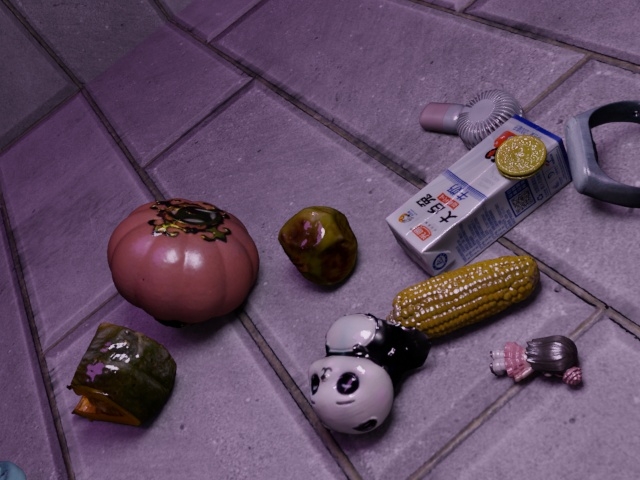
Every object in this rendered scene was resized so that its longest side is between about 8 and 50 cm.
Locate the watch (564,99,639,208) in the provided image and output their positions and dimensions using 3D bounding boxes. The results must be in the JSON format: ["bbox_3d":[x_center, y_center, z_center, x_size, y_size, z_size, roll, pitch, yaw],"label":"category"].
[{"bbox_3d":[0.503,-0.139,1.092,0.193,0.068,0.206,-1,55,5],"label":"watch"}]

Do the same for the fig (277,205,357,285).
[{"bbox_3d":[0.000,0.000,1.299,0.154,0.144,0.166,16,31,6],"label":"fig"}]

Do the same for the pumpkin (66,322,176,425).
[{"bbox_3d":[-0.419,0.258,1.301,0.280,0.190,0.139,-5,49,33],"label":"pumpkin"}]

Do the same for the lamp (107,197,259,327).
[{"bbox_3d":[-0.277,0.053,1.367,0.305,0.240,0.305,12,28,-7],"label":"lamp"}]

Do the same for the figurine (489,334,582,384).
[{"bbox_3d":[0.307,0.174,0.972,0.129,0.054,0.072,-11,50,30],"label":"figurine"}]

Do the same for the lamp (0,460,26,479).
[{"bbox_3d":[-0.593,0.519,1.200,0.209,0.147,0.284,-34,48,0],"label":"lamp"}]

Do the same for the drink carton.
[{"bbox_3d":[0.279,-0.076,1.196,0.315,0.106,0.130,-38,38,-2],"label":"drink carton"}]

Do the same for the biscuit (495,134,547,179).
[{"bbox_3d":[0.332,-0.138,1.120,0.084,0.023,0.084,-12,53,17],"label":"biscuit"}]

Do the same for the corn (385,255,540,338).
[{"bbox_3d":[0.223,0.091,1.084,0.261,0.097,0.097,-23,41,13],"label":"corn"}]

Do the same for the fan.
[{"bbox_3d":[0.301,-0.248,1.384,0.244,0.074,0.130,20,75,51],"label":"fan"}]

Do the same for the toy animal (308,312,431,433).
[{"bbox_3d":[0.063,0.208,1.047,0.166,0.138,0.179,-11,38,50],"label":"toy animal"}]
